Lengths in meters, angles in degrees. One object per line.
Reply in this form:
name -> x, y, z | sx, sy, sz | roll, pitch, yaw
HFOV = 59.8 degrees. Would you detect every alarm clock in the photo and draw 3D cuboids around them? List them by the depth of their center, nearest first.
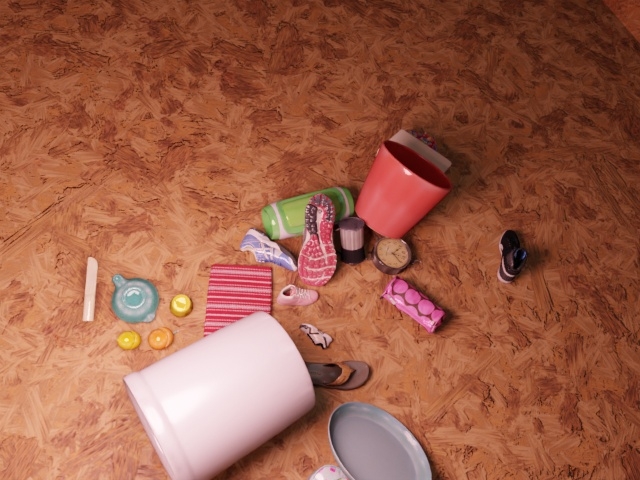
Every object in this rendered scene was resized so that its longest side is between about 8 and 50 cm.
alarm clock -> 0.254, 0.058, 1.868 | 0.192, 0.064, 0.129 | 20, 58, 3

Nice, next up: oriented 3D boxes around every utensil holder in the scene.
utensil holder -> -0.252, 0.402, 1.423 | 0.385, 0.328, 0.328 | -25, 68, -26

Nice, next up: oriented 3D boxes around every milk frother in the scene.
milk frother -> 0.067, 0.003, 1.821 | 0.143, 0.135, 0.129 | -22, 35, -26

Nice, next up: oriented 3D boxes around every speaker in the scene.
speaker -> -0.040, -0.093, 1.862 | 0.296, 0.131, 0.131 | -16, 65, -19

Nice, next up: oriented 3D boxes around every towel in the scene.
towel -> -0.250, 0.200, 1.706 | 0.198, 0.031, 0.275 | 4, 58, -7

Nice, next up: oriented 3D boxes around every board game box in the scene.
board game box -> 0.398, -0.384, 2.131 | 0.133, 0.033, 0.169 | 23, 36, -14

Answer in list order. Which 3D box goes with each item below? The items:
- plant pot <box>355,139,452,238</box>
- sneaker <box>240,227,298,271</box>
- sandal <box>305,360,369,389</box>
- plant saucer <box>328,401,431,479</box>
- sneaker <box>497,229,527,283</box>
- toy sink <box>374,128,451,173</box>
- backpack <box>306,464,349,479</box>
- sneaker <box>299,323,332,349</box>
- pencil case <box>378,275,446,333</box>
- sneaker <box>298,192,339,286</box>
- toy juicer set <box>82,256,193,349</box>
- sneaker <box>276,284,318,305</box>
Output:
plant pot -> 0.256, -0.156, 1.839 | 0.274, 0.243, 0.275 | 26, 27, -14
sneaker -> -0.165, 0.046, 1.793 | 0.211, 0.080, 0.081 | 31, 68, 17
sandal -> 0.040, 0.387, 1.637 | 0.219, 0.060, 0.090 | 7, 59, -7
plant saucer -> 0.151, 0.570, 1.483 | 0.317, 0.044, 0.318 | 25, 25, -13
sneaker -> 0.679, 0.035, 1.932 | 0.079, 0.121, 0.217 | 17, 59, -2
toy sink -> 0.332, -0.267, 2.034 | 0.234, 0.131, 0.153 | 37, 60, 17
backpack -> 0.041, 0.673, 1.426 | 0.188, 0.144, 0.166 | 28, 64, 9
sneaker -> -0.019, 0.291, 1.693 | 0.109, 0.040, 0.044 | 28, 61, 6
pencil case -> 0.296, 0.208, 1.775 | 0.209, 0.095, 0.098 | 35, 25, 12
sneaker -> 0.000, 0.000, 1.765 | 0.120, 0.112, 0.299 | 8, 101, 0
toy juicer set -> -0.556, 0.206, 1.616 | 0.328, 0.089, 0.209 | 23, 71, -7
sneaker -> -0.067, 0.170, 1.737 | 0.134, 0.070, 0.051 | -4, 59, -14
